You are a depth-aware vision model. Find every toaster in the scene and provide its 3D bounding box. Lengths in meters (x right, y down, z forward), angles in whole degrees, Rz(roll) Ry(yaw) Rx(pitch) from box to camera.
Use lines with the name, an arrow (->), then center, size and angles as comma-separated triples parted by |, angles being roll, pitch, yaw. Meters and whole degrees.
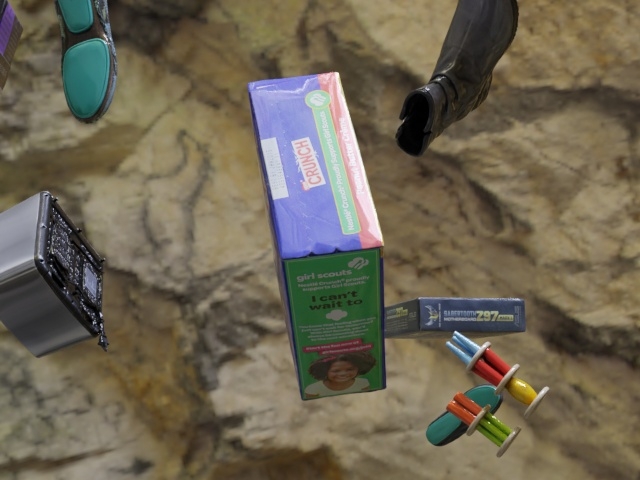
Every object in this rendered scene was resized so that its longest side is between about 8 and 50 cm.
toaster -> -0.380, 0.056, 1.655 | 0.186, 0.110, 0.168 | -101, 164, -49

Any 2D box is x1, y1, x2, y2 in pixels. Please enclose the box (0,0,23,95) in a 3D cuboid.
box -> -0.462, -0.210, 1.218 | 0.165, 0.270, 0.143 | 169, -61, -82

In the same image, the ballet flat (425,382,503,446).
ballet flat -> 0.295, 0.342, 2.361 | 0.203, 0.074, 0.074 | -41, -119, 31

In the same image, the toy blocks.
toy blocks -> 0.218, 0.205, 1.625 | 0.148, 0.054, 0.123 | 37, -71, 17

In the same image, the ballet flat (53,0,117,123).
ballet flat -> -0.250, -0.213, 1.307 | 0.070, 0.070, 0.188 | 149, -64, -62

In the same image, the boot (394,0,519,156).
boot -> 0.244, -0.314, 2.178 | 0.118, 0.222, 0.338 | 30, -40, 23

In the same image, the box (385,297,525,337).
box -> 0.214, 0.132, 1.997 | 0.232, 0.183, 0.059 | 148, -59, -74

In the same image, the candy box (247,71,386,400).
candy box -> 0.000, 0.000, 1.446 | 0.317, 0.122, 0.268 | 82, -3, -54
